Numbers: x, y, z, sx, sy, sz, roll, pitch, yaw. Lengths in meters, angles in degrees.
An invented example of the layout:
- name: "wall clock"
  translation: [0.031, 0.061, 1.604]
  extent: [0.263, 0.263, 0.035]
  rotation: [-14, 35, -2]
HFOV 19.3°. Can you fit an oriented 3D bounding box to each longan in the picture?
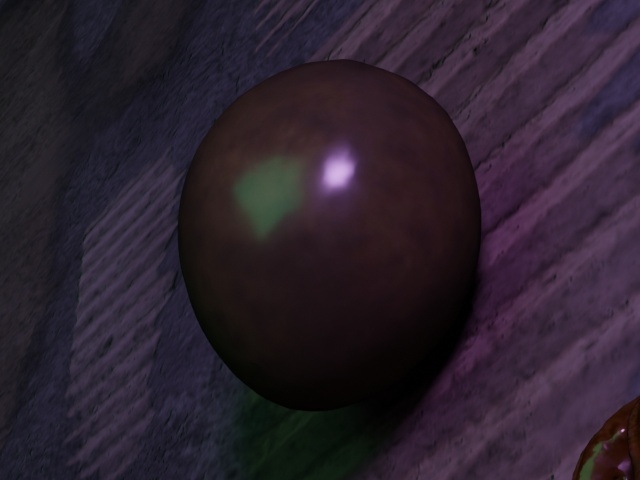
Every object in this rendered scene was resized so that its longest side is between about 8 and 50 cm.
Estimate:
- name: "longan"
  translation: [0.000, 0.000, 1.002]
  extent: [0.204, 0.159, 0.185]
  rotation: [142, 141, -69]

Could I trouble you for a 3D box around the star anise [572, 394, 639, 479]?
- name: "star anise"
  translation: [0.151, 0.063, 0.713]
  extent: [0.168, 0.057, 0.168]
  rotation: [-46, -15, -16]
